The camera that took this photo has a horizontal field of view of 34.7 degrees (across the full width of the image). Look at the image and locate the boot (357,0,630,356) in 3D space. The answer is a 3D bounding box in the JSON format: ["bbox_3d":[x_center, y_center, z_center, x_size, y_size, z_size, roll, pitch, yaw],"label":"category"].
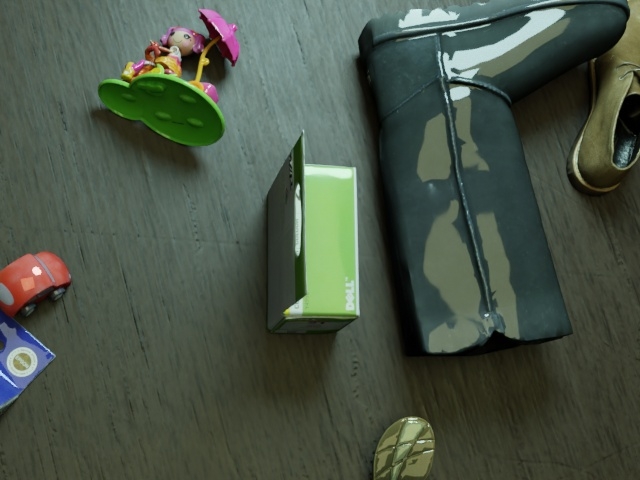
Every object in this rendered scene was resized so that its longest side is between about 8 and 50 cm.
[{"bbox_3d":[0.256,-0.086,1.318,0.367,0.146,0.445,-10,73,3],"label":"boot"}]

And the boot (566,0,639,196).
[{"bbox_3d":[0.431,-0.214,1.417,0.112,0.115,0.305,19,73,-5],"label":"boot"}]

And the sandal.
[{"bbox_3d":[0.093,0.304,1.262,0.072,0.049,0.180,9,90,-4],"label":"sandal"}]

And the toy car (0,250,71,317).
[{"bbox_3d":[-0.392,0.103,1.154,0.239,0.053,0.225,3,61,-26],"label":"toy car"}]

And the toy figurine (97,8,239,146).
[{"bbox_3d":[-0.175,-0.226,1.313,0.173,0.130,0.159,12,59,16],"label":"toy figurine"}]

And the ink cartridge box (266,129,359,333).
[{"bbox_3d":[0.000,0.000,1.202,0.097,0.255,0.189,2,77,-11],"label":"ink cartridge box"}]

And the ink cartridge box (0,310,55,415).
[{"bbox_3d":[-0.494,0.208,1.155,0.176,0.069,0.371,42,70,0],"label":"ink cartridge box"}]
